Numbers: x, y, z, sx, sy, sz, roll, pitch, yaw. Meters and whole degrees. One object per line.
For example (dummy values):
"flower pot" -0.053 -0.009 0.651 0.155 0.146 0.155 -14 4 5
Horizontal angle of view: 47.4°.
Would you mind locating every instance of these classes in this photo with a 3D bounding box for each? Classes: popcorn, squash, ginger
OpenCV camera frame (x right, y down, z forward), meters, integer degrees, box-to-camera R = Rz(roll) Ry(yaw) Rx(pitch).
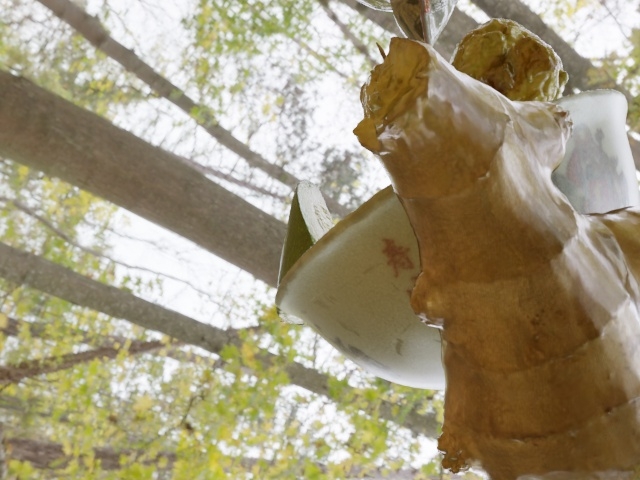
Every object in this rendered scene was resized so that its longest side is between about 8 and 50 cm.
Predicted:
"popcorn" 0.378 -0.333 1.520 0.225 0.249 0.249 -43 -141 6
"squash" 0.000 0.000 1.284 0.203 0.111 0.288 -7 -117 43
"ginger" 0.170 0.028 0.498 0.236 0.375 0.166 -16 -153 -1

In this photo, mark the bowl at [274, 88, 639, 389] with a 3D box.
"bowl" 0.186 0.050 0.783 0.435 0.435 0.196 -37 -107 27

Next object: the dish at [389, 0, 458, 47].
"dish" 0.134 -0.354 0.967 0.064 0.234 0.154 -19 -136 -3

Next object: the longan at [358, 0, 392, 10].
"longan" 0.145 -0.545 1.164 0.361 0.361 0.360 -28 -133 35
